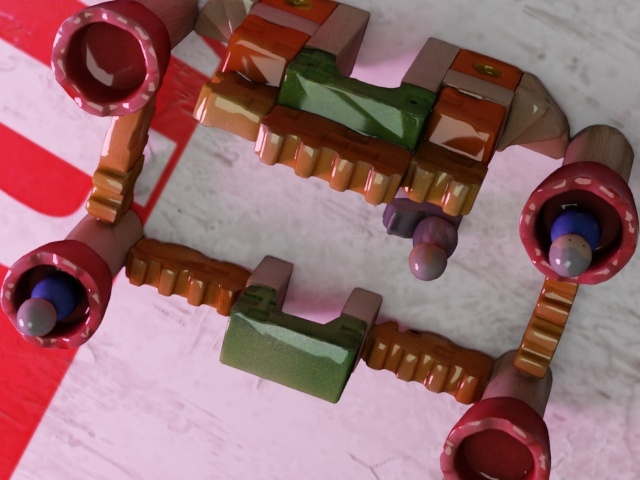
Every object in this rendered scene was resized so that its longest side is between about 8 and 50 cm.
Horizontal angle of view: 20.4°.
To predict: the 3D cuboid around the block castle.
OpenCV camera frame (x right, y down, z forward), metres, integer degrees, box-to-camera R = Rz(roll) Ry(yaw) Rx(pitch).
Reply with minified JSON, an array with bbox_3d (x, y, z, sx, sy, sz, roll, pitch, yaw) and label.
[{"bbox_3d":[0.000,0.000,1.367,0.453,0.213,0.303,20,117,6],"label":"block castle"}]
